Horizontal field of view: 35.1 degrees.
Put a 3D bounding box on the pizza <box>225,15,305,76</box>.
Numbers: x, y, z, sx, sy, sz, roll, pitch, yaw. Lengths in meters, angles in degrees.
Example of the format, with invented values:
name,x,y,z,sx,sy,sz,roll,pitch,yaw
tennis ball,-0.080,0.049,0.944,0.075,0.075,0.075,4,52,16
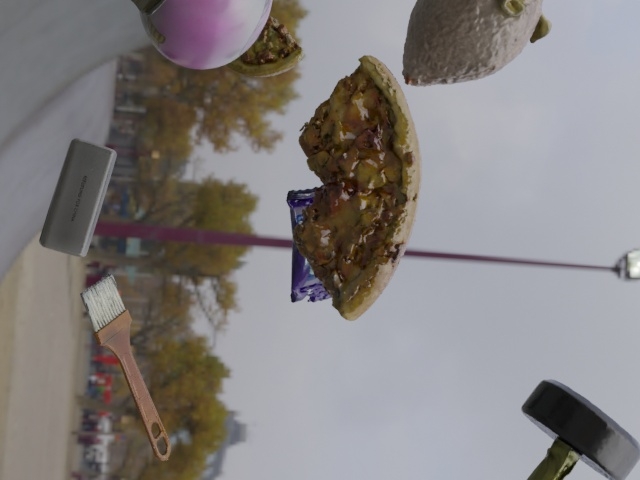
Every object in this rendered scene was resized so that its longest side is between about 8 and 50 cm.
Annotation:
name,x,y,z,sx,sy,sz,roll,pitch,yaw
pizza,-0.116,-0.387,1.998,0.046,0.175,0.134,36,46,-63

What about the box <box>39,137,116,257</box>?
name,x,y,z,sx,sy,sz,roll,pitch,yaw
box,-0.517,-0.091,2.156,0.055,0.103,0.243,179,-73,-71

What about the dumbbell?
name,x,y,z,sx,sy,sz,roll,pitch,yaw
dumbbell,0.358,0.410,1.668,0.322,0.204,0.204,-52,-169,-4

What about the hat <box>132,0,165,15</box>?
name,x,y,z,sx,sy,sz,roll,pitch,yaw
hat,-0.169,-0.351,1.219,0.175,0.085,0.147,-43,-108,22

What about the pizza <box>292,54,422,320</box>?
name,x,y,z,sx,sy,sz,roll,pitch,yaw
pizza,0.036,-0.060,1.161,0.085,0.161,0.305,2,91,-67

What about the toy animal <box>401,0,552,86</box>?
name,x,y,z,sx,sy,sz,roll,pitch,yaw
toy animal,0.298,-0.432,1.964,0.226,0.188,0.358,44,-76,26

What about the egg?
name,x,y,z,sx,sy,sz,roll,pitch,yaw
egg,-0.167,-0.346,1.468,0.271,0.196,0.196,105,-14,-67

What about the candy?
name,x,y,z,sx,sy,sz,roll,pitch,yaw
candy,0.000,0.000,2.098,0.070,0.145,0.275,-136,-139,-59

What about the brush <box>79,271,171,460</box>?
name,x,y,z,sx,sy,sz,roll,pitch,yaw
brush,-0.295,0.207,1.577,0.090,0.017,0.314,-44,118,-58
